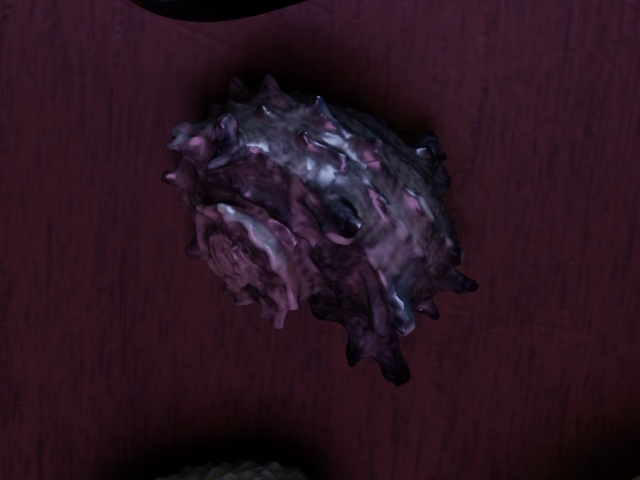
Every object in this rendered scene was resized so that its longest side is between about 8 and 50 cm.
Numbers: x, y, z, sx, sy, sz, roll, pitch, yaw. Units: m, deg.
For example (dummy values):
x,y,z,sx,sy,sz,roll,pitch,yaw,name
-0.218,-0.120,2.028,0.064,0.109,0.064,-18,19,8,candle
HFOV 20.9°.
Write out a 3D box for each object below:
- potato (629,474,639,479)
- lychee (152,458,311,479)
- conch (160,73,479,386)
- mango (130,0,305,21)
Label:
x,y,z,sx,sy,sz,roll,pitch,yaw,name
0.387,0.373,1.542,0.385,0.319,0.442,3,138,45,potato
-0.100,0.311,1.517,0.255,0.255,0.274,40,92,-19,lychee
-0.006,-0.005,1.399,0.241,0.186,0.313,-18,139,39,conch
-0.029,-0.270,1.259,0.287,0.152,0.201,-7,113,3,mango
